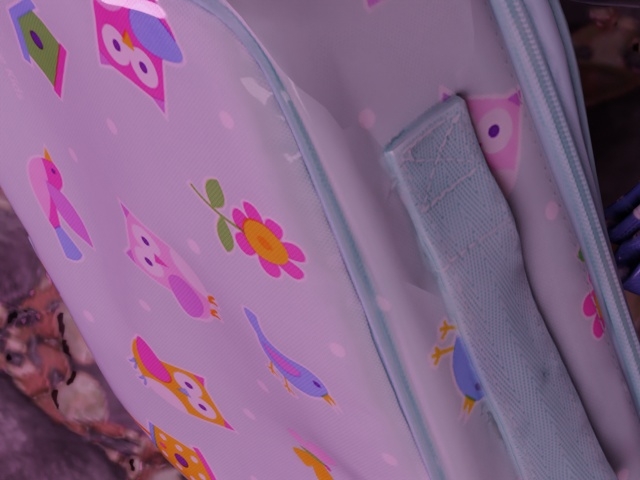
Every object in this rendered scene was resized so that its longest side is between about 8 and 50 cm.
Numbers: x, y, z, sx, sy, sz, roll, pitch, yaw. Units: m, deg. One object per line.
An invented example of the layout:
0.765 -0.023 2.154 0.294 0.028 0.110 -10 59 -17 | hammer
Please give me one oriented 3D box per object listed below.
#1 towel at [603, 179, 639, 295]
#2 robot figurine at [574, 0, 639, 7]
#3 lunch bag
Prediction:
0.269 -0.062 0.489 0.243 0.040 0.336 20 132 -27 | towel
0.037 -0.186 0.493 0.291 0.085 0.211 34 125 -6 | robot figurine
0.000 0.000 0.551 0.224 0.108 0.279 20 142 47 | lunch bag
